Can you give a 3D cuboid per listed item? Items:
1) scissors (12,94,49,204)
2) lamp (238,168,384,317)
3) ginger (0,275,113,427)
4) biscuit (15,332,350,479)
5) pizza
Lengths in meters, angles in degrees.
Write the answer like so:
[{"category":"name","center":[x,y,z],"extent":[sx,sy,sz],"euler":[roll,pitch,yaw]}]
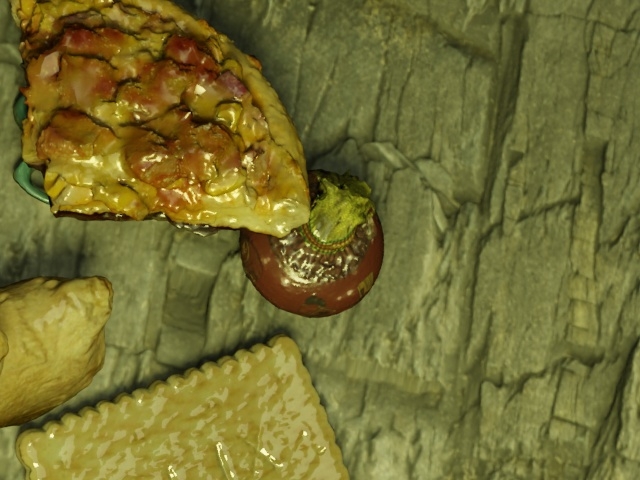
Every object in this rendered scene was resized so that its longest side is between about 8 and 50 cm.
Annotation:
[{"category":"scissors","center":[-0.178,-0.094,2.032],"extent":[0.289,0.041,0.138],"euler":[3,68,-20]},{"category":"lamp","center":[-0.005,0.000,2.024],"extent":[0.156,0.135,0.157],"euler":[-10,82,-22]},{"category":"ginger","center":[-0.316,0.109,1.844],"extent":[0.275,0.221,0.130],"euler":[-26,78,-16]},{"category":"biscuit","center":[-0.130,0.240,1.965],"extent":[0.324,0.044,0.217],"euler":[-21,86,-24]},{"category":"pizza","center":[-0.185,-0.137,1.963],"extent":[0.277,0.114,0.409],"euler":[-36,73,-32]}]
